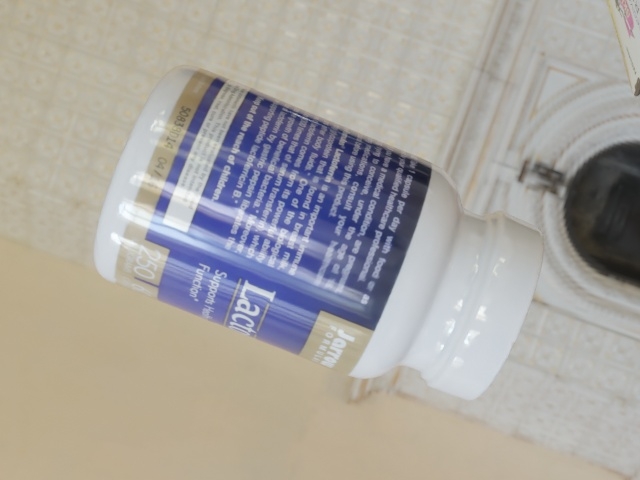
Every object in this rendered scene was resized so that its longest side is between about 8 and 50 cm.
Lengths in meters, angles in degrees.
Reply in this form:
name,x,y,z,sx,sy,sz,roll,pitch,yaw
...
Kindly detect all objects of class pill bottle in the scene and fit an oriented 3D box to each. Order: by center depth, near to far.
name,x,y,z,sx,sy,sz,roll,pitch,yaw
pill bottle,0.000,0.000,0.714,0.153,0.264,0.153,-159,90,-89

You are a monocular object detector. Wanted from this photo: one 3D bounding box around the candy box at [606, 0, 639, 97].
name,x,y,z,sx,sy,sz,roll,pitch,yaw
candy box,0.266,-0.225,0.831,0.233,0.071,0.159,51,-154,-75
